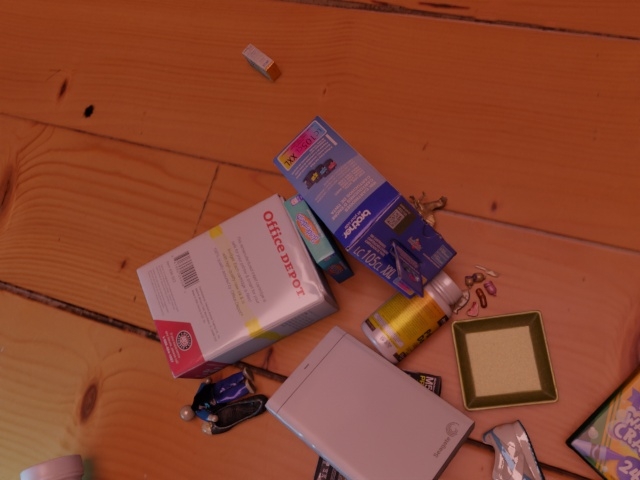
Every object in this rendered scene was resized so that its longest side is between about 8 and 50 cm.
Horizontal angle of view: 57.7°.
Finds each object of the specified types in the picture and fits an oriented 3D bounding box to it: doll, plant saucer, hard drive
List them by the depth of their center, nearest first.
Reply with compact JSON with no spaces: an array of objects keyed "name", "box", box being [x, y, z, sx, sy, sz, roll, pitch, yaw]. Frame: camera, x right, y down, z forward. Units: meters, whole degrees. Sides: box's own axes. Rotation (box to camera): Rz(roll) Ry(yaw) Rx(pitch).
[{"name":"hard drive","box":[0.092,0.351,1.160,0.353,0.047,0.233,31,65,30]},{"name":"plant saucer","box":[0.382,0.253,1.219,0.188,0.045,0.189,-9,71,12]},{"name":"doll","box":[-0.243,0.364,1.337,0.188,0.046,0.129,-27,38,6]}]

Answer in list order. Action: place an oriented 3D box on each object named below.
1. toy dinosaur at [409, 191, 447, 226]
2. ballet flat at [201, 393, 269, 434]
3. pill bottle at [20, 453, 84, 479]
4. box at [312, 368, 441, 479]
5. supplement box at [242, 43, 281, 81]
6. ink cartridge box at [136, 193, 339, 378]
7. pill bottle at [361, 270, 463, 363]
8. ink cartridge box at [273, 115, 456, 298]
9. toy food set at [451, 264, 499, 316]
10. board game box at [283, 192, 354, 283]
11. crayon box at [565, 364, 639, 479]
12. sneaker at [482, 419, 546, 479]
[{"name":"toy dinosaur","box":[0.217,-0.050,1.349,0.092,0.053,0.183,39,86,20]},{"name":"ballet flat","box":[-0.198,0.394,1.326,0.173,0.049,0.058,-27,67,6]},{"name":"pill bottle","box":[-0.567,0.652,1.278,0.176,0.176,0.319,-23,70,7]},{"name":"box","box":[0.122,0.393,1.190,0.216,0.060,0.270,7,55,16]},{"name":"supplement box","box":[-0.159,-0.480,1.569,0.098,0.062,0.036,41,89,22]},{"name":"ink cartridge box","box":[-0.187,0.113,1.347,0.384,0.160,0.279,-27,69,6]},{"name":"pill bottle","box":[0.201,0.158,1.256,0.215,0.117,0.117,-41,68,0]},{"name":"ink cartridge box","box":[0.104,-0.053,1.192,0.151,0.270,0.395,-47,46,7]},{"name":"toy food set","box":[0.346,0.115,1.283,0.077,0.019,0.122,23,81,20]},{"name":"board game box","box":[0.000,0.000,1.306,0.047,0.210,0.160,-31,68,4]},{"name":"crayon box","box":[0.660,0.347,1.099,0.323,0.083,0.203,-45,69,-2]},{"name":"sneaker","box":[0.392,0.477,1.135,0.092,0.087,0.229,-22,63,15]}]
